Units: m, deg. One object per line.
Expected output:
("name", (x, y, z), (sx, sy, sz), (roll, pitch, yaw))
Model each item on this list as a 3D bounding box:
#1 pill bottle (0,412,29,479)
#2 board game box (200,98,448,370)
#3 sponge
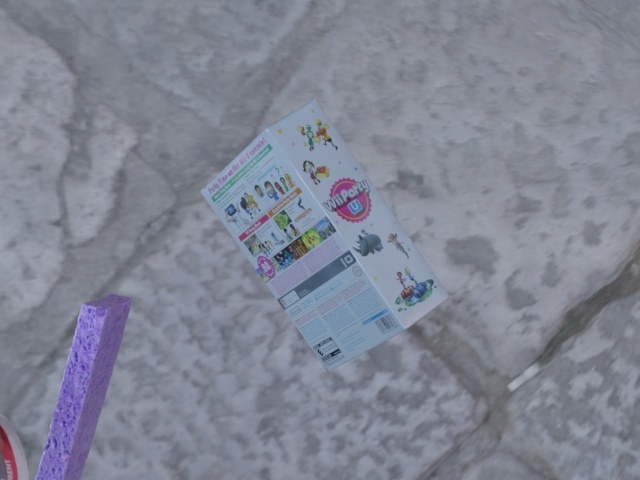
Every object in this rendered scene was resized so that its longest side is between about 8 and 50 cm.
("pill bottle", (-0.393, 0.203, 1.079), (0.176, 0.318, 0.176), (-3, 81, 21))
("board game box", (0.000, 0.000, 1.738), (0.303, 0.097, 0.224), (55, 146, 0))
("sponge", (-0.250, 0.161, 1.409), (0.031, 0.117, 0.210), (16, 96, 3))
